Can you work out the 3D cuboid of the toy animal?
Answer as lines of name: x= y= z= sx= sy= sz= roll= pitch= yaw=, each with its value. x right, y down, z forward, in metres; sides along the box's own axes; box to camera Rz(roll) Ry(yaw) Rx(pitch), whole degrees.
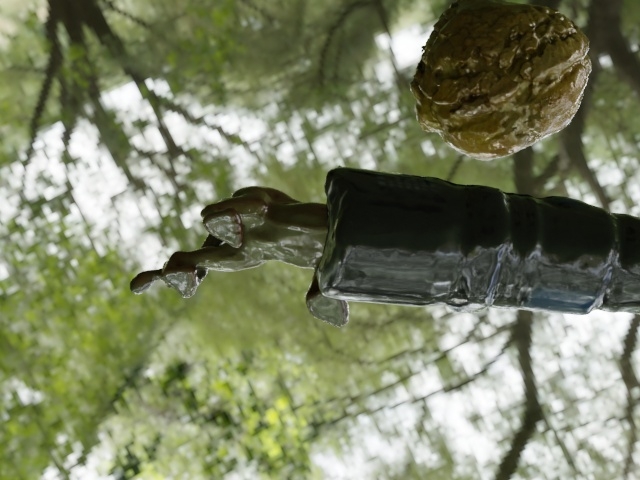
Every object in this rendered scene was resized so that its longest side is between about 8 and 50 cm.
toy animal: x=0.000 y=0.000 z=1.181 sx=0.312 sy=0.097 sz=0.157 roll=7 pitch=-157 yaw=21

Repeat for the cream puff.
cream puff: x=0.171 y=-0.171 z=1.302 sx=0.189 sy=0.129 sz=0.189 roll=-20 pitch=-148 yaw=13

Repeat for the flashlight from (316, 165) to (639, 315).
flashlight: x=0.208 y=0.013 z=0.942 sx=0.424 sy=0.103 sz=0.103 roll=5 pitch=-167 yaw=-6
